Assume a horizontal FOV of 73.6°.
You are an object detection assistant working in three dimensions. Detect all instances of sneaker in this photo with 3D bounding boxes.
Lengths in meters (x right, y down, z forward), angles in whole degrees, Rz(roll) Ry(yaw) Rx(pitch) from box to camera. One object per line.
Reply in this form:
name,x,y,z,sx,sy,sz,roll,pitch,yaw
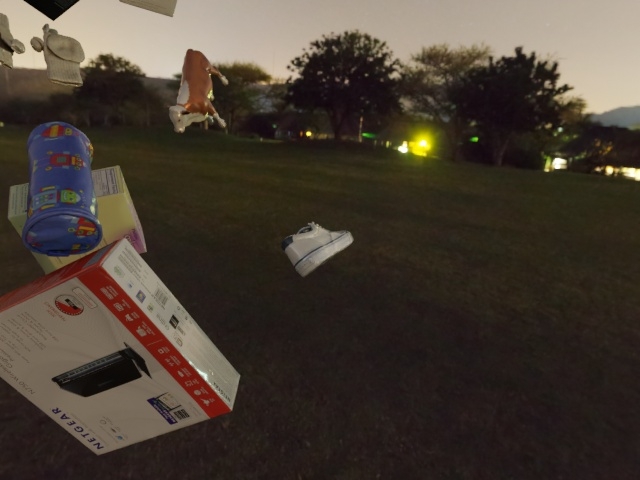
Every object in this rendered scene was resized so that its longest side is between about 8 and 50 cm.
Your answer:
sneaker,0.000,0.000,0.927,0.091,0.094,0.258,54,20,4

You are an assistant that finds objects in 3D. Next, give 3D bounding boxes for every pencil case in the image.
pencil case,-0.491,-0.099,0.812,0.119,0.133,0.306,4,40,-35

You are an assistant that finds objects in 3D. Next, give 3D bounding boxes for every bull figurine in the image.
bull figurine,-0.394,-0.469,1.390,0.101,0.310,0.188,-6,-21,24

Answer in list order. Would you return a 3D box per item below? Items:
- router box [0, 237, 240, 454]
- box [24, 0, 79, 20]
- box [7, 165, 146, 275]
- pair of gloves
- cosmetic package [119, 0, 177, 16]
router box,-0.354,0.198,0.719,0.301,0.335,0.082,-24,27,14
box,-0.711,-0.713,1.148,0.158,0.155,0.093,-24,-21,19
box,-0.591,-0.047,1.066,0.243,0.213,0.117,-16,50,-17
pair of gloves,-0.704,-0.475,1.035,0.240,0.042,0.204,7,51,-36
cosmetic package,-0.333,-0.590,0.859,0.117,0.231,0.085,-2,50,-40
